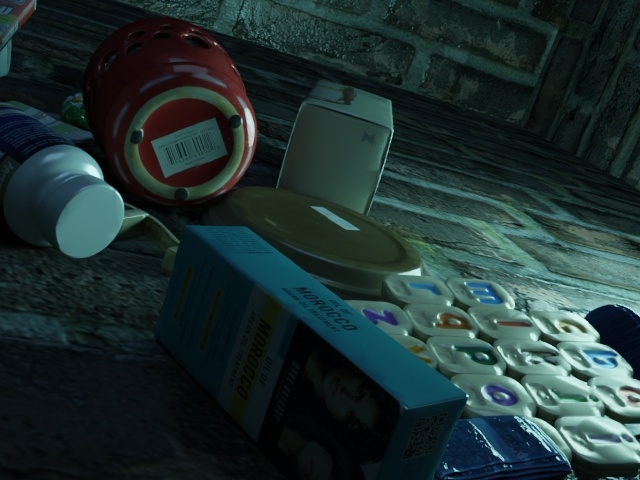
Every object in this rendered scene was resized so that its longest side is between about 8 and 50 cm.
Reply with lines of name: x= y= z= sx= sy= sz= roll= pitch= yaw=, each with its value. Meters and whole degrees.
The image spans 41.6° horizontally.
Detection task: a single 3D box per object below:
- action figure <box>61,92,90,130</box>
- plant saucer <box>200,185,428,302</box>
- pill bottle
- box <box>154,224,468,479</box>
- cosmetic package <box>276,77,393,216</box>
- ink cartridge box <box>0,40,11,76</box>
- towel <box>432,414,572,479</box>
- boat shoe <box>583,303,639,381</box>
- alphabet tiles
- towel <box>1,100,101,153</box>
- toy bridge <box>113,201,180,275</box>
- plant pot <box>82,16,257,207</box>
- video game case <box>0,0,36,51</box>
action figure: x=-0.293 y=-0.190 z=1.199 sx=0.137 sy=0.064 sz=0.232 roll=26 pitch=21 yaw=11
plant saucer: x=0.000 y=0.000 z=0.967 sx=0.277 sy=0.041 sz=0.278 roll=17 pitch=16 yaw=-5
pill bottle: x=-0.253 y=-0.052 z=0.749 sx=0.169 sy=0.094 sz=0.094 roll=31 pitch=20 yaw=32
box: x=-0.020 y=0.085 z=0.578 sx=0.060 sy=0.101 sz=0.244 roll=1 pitch=25 yaw=-43
cosmetic package: x=0.025 y=-0.135 z=1.224 sx=0.129 sy=0.153 sz=0.296 roll=18 pitch=16 yaw=-2
ink cartridge box: x=-0.619 y=-0.237 z=0.997 sx=0.308 sy=0.091 sz=0.385 roll=25 pitch=34 yaw=14
towel: x=0.115 y=0.152 z=0.603 sx=0.119 sy=0.029 sz=0.067 roll=0 pitch=28 yaw=-25
boat shoe: x=0.313 y=0.138 z=0.838 sx=0.066 sy=0.066 sz=0.183 roll=59 pitch=13 yaw=-32
alphabet tiles: x=0.160 y=0.112 z=0.767 sx=0.277 sy=0.021 sz=0.284 roll=4 pitch=26 yaw=-20
towel: x=-0.353 y=-0.142 z=1.037 sx=0.152 sy=0.023 sz=0.113 roll=24 pitch=17 yaw=15
toy bridge: x=-0.192 y=-0.016 z=0.823 sx=0.188 sy=0.026 sz=0.063 roll=26 pitch=17 yaw=20
plant pot: x=-0.171 y=-0.145 z=0.971 sx=0.191 sy=0.191 sz=0.174 roll=12 pitch=22 yaw=-25
video game case: x=-0.472 y=-0.256 z=0.983 sx=0.204 sy=0.025 sz=0.285 roll=11 pitch=33 yaw=-8
